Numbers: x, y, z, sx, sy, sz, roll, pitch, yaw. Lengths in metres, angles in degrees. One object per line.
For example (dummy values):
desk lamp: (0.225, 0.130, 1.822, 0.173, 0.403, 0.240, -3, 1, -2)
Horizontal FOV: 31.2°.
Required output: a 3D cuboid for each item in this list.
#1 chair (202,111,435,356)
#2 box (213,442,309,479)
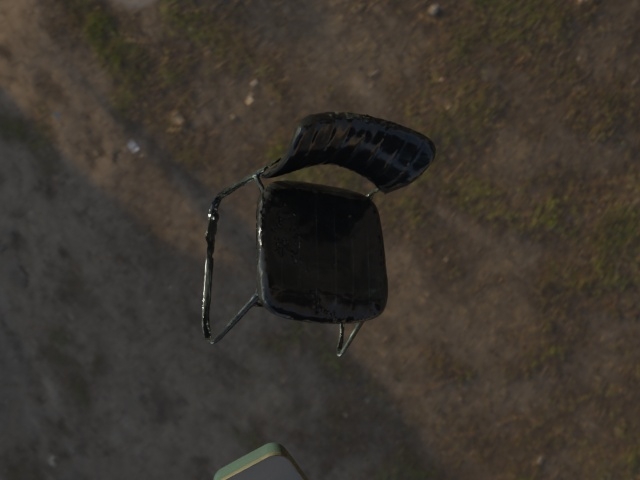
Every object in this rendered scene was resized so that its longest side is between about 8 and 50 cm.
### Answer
chair: (0.000, 0.000, 0.979, 0.140, 0.145, 0.221, 7, 157, -23)
box: (-0.049, 0.269, 1.174, 0.091, 0.031, 0.126, -30, 116, 6)
